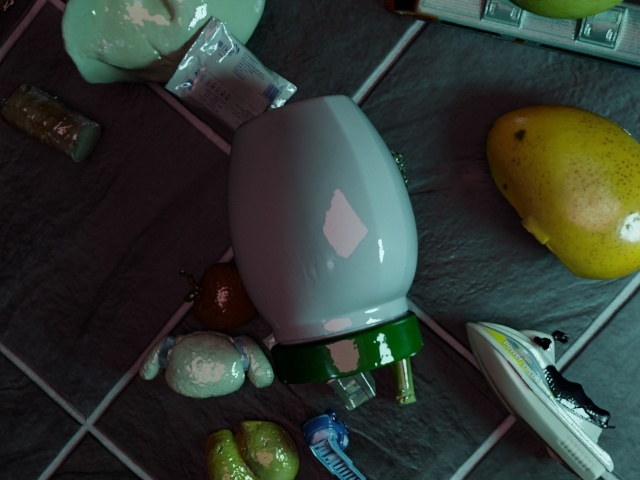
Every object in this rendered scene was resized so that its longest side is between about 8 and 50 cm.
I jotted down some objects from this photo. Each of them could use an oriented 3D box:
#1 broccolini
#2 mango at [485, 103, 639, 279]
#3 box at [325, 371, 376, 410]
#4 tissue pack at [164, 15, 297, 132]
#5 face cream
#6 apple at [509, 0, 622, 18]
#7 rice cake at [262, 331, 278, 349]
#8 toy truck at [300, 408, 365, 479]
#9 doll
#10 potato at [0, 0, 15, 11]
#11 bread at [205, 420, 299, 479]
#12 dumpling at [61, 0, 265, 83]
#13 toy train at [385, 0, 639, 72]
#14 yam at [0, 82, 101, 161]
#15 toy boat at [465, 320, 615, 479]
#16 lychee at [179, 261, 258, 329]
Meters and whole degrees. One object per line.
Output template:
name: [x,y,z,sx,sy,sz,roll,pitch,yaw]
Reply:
broccolini: [0.114,0.057,1.133,0.078,0.074,0.392,-9,90,14]
mango: [0.362,-0.083,1.064,0.290,0.160,0.191,46,104,12]
box: [0.048,0.211,1.148,0.060,0.085,0.063,-35,96,6]
tissue pack: [-0.128,-0.226,1.108,0.123,0.193,0.026,-50,49,6]
face cream: [0.000,0.000,1.043,0.219,0.312,0.357,-12,88,-34]
apple: [0.319,-0.406,0.967,0.260,0.194,0.261,1,62,-1]
rice cake: [-0.041,0.127,1.184,0.121,0.021,0.022,-42,83,5]
toy truck: [0.023,0.324,1.170,0.063,0.074,0.136,-30,130,9]
doll: [-0.179,0.193,1.178,0.213,0.071,0.104,1,94,3]
potato: [-0.626,-0.453,1.118,0.300,0.237,0.289,-17,90,7]
bread: [-0.100,0.376,1.184,0.149,0.065,0.188,-22,88,3]
dumpling: [-0.229,-0.367,1.102,0.270,0.211,0.321,26,80,-31]
toy train: [0.294,-0.332,1.090,0.409,0.089,0.086,15,100,5]
yam: [-0.427,-0.187,1.188,0.141,0.079,0.079,31,96,4]
toy boat: [0.323,0.213,1.090,0.140,0.141,0.270,-30,87,7]
lychee: [-0.154,0.077,1.149,0.140,0.101,0.114,39,139,-11]
